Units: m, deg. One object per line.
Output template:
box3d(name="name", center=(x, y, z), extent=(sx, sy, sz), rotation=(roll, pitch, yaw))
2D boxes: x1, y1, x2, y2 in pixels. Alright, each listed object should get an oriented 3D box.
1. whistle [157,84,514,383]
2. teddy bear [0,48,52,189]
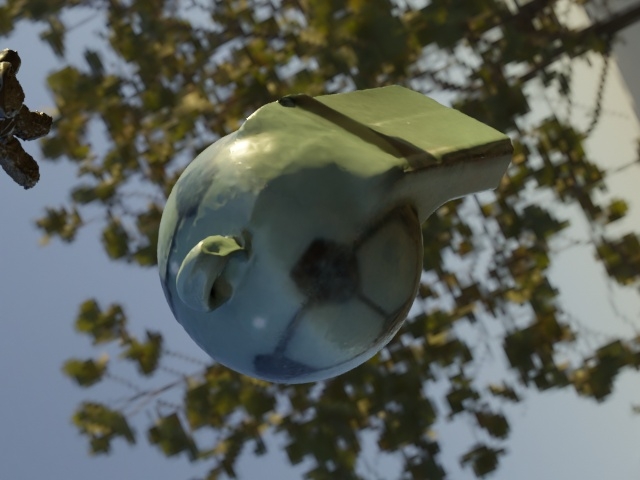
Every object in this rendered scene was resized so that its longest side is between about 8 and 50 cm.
box3d(name="whistle", center=(0.000, 0.000, 0.909), extent=(0.290, 0.163, 0.163), rotation=(-16, -100, -62))
box3d(name="teddy bear", center=(-0.326, -0.128, 1.562), extent=(0.160, 0.078, 0.119), rotation=(82, -160, -65))
